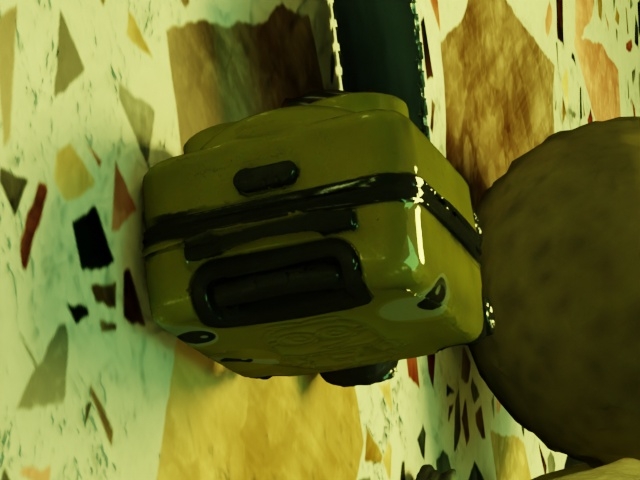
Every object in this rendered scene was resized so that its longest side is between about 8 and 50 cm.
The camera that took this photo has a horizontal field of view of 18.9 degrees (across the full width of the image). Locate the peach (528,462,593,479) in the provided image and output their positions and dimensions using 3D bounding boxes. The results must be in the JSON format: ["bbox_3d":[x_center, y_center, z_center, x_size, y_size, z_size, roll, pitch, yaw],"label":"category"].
[{"bbox_3d":[0.306,0.352,1.926,0.380,0.306,0.242,-126,-148,-88],"label":"peach"}]

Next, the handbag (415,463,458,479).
[{"bbox_3d":[0.094,0.362,1.696,0.332,0.075,0.192,-73,157,-53],"label":"handbag"}]

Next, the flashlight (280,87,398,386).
[{"bbox_3d":[0.021,0.001,1.492,0.093,0.093,0.232,-52,136,-63],"label":"flashlight"}]

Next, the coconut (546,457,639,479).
[{"bbox_3d":[0.174,0.280,1.221,0.329,0.328,0.329,-3,90,-72],"label":"coconut"}]

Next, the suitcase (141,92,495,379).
[{"bbox_3d":[0.000,0.000,1.262,0.235,0.193,0.143,41,41,-66],"label":"suitcase"}]

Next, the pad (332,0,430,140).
[{"bbox_3d":[0.051,-0.086,1.511,0.269,0.012,0.270,-134,-143,-73],"label":"pad"}]

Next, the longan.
[{"bbox_3d":[0.331,0.060,1.966,0.391,0.391,0.391,-3,90,-72],"label":"longan"}]
